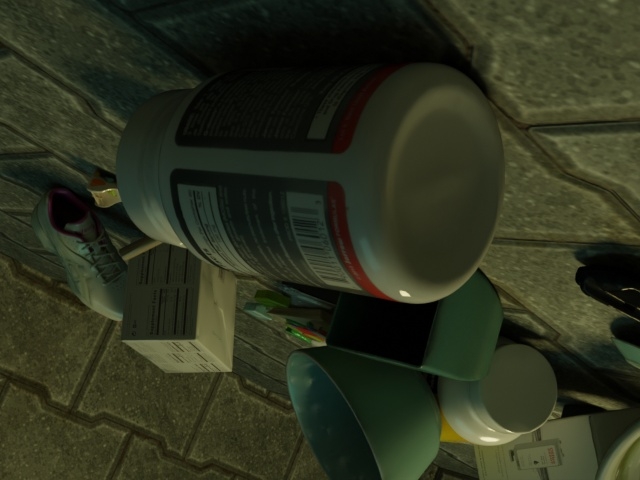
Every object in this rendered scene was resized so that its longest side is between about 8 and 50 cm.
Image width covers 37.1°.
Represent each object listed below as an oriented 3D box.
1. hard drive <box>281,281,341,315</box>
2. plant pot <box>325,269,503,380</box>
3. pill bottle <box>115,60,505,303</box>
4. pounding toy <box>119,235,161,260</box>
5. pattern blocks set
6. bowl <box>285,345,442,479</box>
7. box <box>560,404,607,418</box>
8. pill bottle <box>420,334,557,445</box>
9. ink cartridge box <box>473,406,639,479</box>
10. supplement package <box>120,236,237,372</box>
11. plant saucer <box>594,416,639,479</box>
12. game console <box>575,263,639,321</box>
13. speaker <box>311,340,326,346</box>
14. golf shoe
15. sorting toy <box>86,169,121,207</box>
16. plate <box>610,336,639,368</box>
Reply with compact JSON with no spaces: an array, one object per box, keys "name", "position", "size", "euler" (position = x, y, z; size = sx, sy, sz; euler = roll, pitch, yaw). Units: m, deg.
[{"name":"hard drive","position":[0.049,0.141,1.782],"size":[0.237,0.064,0.339],"euler":[20,163,5]},{"name":"plant pot","position":[0.159,0.114,1.379],"size":[0.166,0.165,0.234],"euler":[9,167,40]},{"name":"pill bottle","position":[-0.025,-0.064,0.929],"size":[0.363,0.210,0.210],"euler":[8,159,43]},{"name":"pounding toy","position":[-0.153,-0.072,1.236],"size":[0.183,0.110,0.237],"euler":[-16,-172,20]},{"name":"pattern blocks set","position":[0.003,0.161,1.741],"size":[0.285,0.026,0.325],"euler":[28,163,-20]},{"name":"bowl","position":[0.087,0.294,1.603],"size":[0.311,0.163,0.311],"euler":[48,152,37]},{"name":"box","position":[0.564,0.436,1.892],"size":[0.207,0.153,0.108],"euler":[30,162,-27]},{"name":"pill bottle","position":[0.257,0.257,1.650],"size":[0.188,0.188,0.334],"euler":[26,163,-14]},{"name":"ink cartridge box","position":[0.442,0.369,1.676],"size":[0.207,0.117,0.283],"euler":[1,164,-35]},{"name":"supplement package","position":[-0.265,0.128,1.843],"size":[0.145,0.204,0.262],"euler":[-2,159,8]},{"name":"plant saucer","position":[0.623,0.388,1.456],"size":[0.401,0.400,0.100],"euler":[20,-155,7]},{"name":"game console","position":[0.478,0.109,1.137],"size":[0.361,0.044,0.213],"euler":[25,163,-13]},{"name":"speaker","position":[0.040,0.207,2.022],"size":[0.136,0.055,0.055],"euler":[4,157,48]},{"name":"golf shoe","position":[-0.444,0.027,1.835],"size":[0.306,0.115,0.140],"euler":[48,150,3]},{"name":"sorting toy","position":[-0.348,-0.083,1.620],"size":[0.075,0.044,0.083],"euler":[14,164,0]},{"name":"plate","position":[0.486,0.184,1.320],"size":[0.188,0.024,0.188],"euler":[26,178,1]}]
